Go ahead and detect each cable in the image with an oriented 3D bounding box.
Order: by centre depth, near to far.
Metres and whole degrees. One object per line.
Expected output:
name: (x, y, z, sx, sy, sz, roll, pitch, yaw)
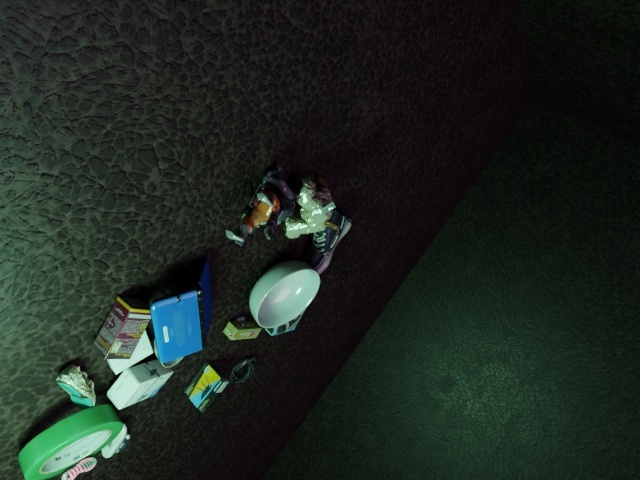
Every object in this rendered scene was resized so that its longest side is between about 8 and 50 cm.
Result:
cable: (-0.394, 0.668, 2.402, 0.150, 0.047, 0.184, -23, 142, -43)

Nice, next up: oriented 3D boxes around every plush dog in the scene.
plush dog: (-0.013, -0.135, 1.882, 0.225, 0.210, 0.262, -76, -176, -58)

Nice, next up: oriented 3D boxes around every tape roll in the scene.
tape roll: (-0.854, 0.696, 1.634, 0.321, 0.077, 0.321, -33, 158, -15)

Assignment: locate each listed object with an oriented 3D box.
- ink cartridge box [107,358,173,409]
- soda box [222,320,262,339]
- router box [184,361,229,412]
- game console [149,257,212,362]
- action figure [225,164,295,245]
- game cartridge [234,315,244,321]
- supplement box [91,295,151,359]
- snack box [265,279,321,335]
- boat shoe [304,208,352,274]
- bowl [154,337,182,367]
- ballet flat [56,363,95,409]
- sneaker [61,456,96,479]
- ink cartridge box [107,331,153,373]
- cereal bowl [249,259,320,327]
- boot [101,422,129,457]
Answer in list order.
ink cartridge box: (-0.662, 0.524, 1.747, 0.140, 0.082, 0.190, -50, 165, 12)
soda box: (-0.345, 0.398, 2.105, 0.058, 0.061, 0.181, -57, 152, 10)
router box: (-0.510, 0.657, 2.121, 0.179, 0.133, 0.046, -54, 153, 5)
game console: (-0.481, 0.245, 1.674, 0.250, 0.173, 0.293, -16, 130, -28)
action figure: (-0.193, -0.075, 1.657, 0.341, 0.178, 0.330, -60, 172, 25)
game cartridge: (-0.371, 0.378, 2.127, 0.056, 0.017, 0.083, -13, 134, -55)
supplement box: (-0.633, 0.283, 1.525, 0.188, 0.081, 0.104, -61, 151, 3)
snack box: (-0.135, 0.321, 2.366, 0.187, 0.060, 0.322, -1, 124, -57)
boat shoe: (0.000, 0.000, 2.144, 0.340, 0.127, 0.158, -59, 146, -3)
bowl: (-0.558, 0.373, 1.749, 0.170, 0.080, 0.170, -53, 154, -39)
ballet flat: (-0.788, 0.483, 1.562, 0.241, 0.091, 0.077, 99, 7, -50)
sneaker: (-0.876, 0.826, 1.716, 0.119, 0.047, 0.057, -23, 177, -34)
ink cartridge box: (-0.674, 0.354, 1.637, 0.145, 0.045, 0.179, -30, 127, -35)
cereal bowl: (-0.175, 0.215, 2.076, 0.339, 0.141, 0.339, -30, 145, -24)
boot: (-0.810, 0.792, 1.915, 0.190, 0.069, 0.086, -53, 161, 21)
